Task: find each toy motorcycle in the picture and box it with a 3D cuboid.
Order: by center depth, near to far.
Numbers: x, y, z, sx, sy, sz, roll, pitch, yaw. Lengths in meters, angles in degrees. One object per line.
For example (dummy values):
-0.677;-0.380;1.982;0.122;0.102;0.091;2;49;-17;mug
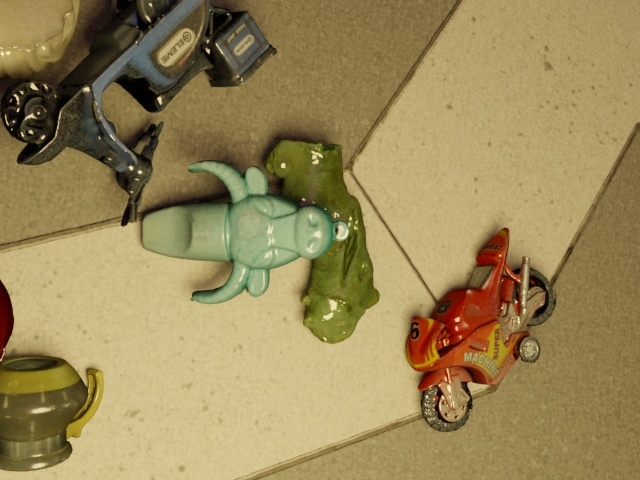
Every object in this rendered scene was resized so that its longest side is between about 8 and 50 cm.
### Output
-0.228;-0.194;1.088;0.358;0.125;0.213;-50;123;-21;toy motorcycle
0.227;0.131;1.249;0.171;0.089;0.298;46;70;-8;toy motorcycle

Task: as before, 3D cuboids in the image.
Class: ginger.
-0.001;-0.005;1.189;0.137;0.089;0.290;-23;96;-36;ginger

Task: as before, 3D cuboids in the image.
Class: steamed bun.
-0.391;-0.289;1.069;0.182;0.106;0.183;2;85;-25;steamed bun

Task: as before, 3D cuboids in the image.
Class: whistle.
-0.098;-0.012;1.108;0.273;0.093;0.186;-1;94;9;whistle

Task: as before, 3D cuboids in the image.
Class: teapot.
-0.330;0.201;1.024;0.165;0.130;0.119;-7;101;-52;teapot

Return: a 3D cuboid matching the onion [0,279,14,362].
-0.467;0.098;0.907;0.221;0.280;0.281;15;73;-60;onion
